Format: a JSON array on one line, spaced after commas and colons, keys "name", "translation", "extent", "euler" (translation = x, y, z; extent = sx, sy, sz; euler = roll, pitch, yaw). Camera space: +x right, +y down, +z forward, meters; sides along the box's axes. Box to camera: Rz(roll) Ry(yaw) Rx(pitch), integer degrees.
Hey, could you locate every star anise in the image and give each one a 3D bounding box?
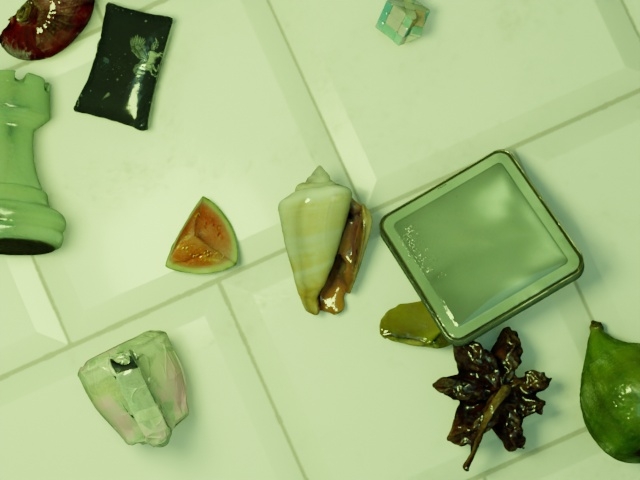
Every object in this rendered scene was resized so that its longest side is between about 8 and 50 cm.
[{"name": "star anise", "translation": [0.299, 0.257, 1.836], "extent": [0.190, 0.126, 0.220], "euler": [-19, 90, -23]}]

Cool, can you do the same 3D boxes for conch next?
[{"name": "conch", "translation": [-0.005, -0.005, 1.877], "extent": [0.158, 0.127, 0.255], "euler": [0, 111, -27]}]

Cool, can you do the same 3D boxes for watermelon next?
[{"name": "watermelon", "translation": [-0.211, -0.012, 1.882], "extent": [0.125, 0.094, 0.135], "euler": [-2, 83, 10]}]

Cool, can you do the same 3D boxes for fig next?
[{"name": "fig", "translation": [0.510, 0.245, 1.832], "extent": [0.203, 0.203, 0.235], "euler": [-38, 48, 0]}]

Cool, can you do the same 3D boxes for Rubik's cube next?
[{"name": "Rubik's cube", "translation": [0.150, -0.386, 1.900], "extent": [0.084, 0.075, 0.073], "euler": [51, 45, 4]}]

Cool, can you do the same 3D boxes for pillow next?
[{"name": "pillow", "translation": [-0.344, -0.308, 1.919], "extent": [0.141, 0.055, 0.208], "euler": [16, 87, 9]}]

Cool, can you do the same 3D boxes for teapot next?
[{"name": "teapot", "translation": [-0.288, 0.249, 1.815], "extent": [0.163, 0.221, 0.178], "euler": [-27, 91, -35]}]

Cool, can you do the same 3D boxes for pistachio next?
[{"name": "pistachio", "translation": [0.189, 0.149, 1.882], "extent": [0.173, 0.049, 0.089], "euler": [-12, 64, 3]}]

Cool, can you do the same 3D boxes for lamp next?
[{"name": "lamp", "translation": [0.271, 0.010, 1.847], "extent": [0.269, 0.047, 0.266], "euler": [-30, 67, -1]}]

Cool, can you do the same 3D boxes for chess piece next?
[{"name": "chess piece", "translation": [-0.531, -0.134, 1.864], "extent": [0.195, 0.194, 0.299], "euler": [0, 78, 2]}]

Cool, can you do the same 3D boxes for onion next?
[{"name": "onion", "translation": [-0.465, -0.386, 1.890], "extent": [0.206, 0.151, 0.098], "euler": [-42, 101, 16]}]
